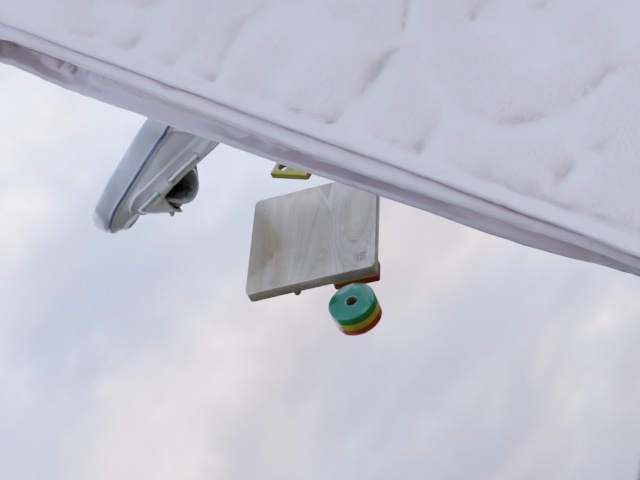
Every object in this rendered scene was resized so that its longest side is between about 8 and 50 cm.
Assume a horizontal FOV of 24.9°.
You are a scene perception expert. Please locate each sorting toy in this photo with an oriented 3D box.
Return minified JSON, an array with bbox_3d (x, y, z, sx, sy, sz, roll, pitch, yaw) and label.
[{"bbox_3d":[0.000,0.000,1.438,0.132,0.274,0.046,-13,-47,16],"label":"sorting toy"}]

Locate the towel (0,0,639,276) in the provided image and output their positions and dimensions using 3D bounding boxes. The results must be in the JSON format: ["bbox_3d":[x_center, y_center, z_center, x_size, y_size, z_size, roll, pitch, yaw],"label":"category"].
[{"bbox_3d":[0.063,-0.169,0.485,0.332,0.317,0.053,-62,-29,-10],"label":"towel"}]

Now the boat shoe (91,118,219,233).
[{"bbox_3d":[-0.171,-0.063,1.525,0.095,0.084,0.258,-58,5,-31],"label":"boat shoe"}]
